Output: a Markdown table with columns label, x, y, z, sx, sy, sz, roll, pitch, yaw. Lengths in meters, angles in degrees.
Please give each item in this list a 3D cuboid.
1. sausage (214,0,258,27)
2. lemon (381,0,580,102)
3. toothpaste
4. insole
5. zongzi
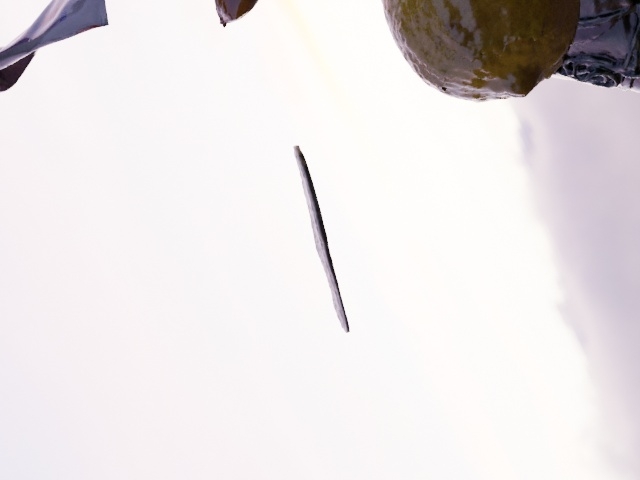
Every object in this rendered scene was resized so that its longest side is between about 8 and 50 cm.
| label | x | y | z | sx | sy | sz | roll | pitch | yaw |
| --- | --- | --- | --- | --- | --- | --- | --- | --- | --- |
| sausage | -0.023 | -0.230 | 1.227 | 0.054 | 0.183 | 0.062 | 40 | -153 | -17 |
| lemon | 0.159 | -0.242 | 1.685 | 0.231 | 0.192 | 0.192 | 61 | -166 | 21 |
| toothpaste | -0.268 | -0.197 | 1.604 | 0.048 | 0.301 | 0.075 | 35 | -119 | -20 |
| insole | 0.000 | 0.000 | 1.889 | 0.081 | 0.011 | 0.248 | -115 | 9 | -58 |
| zongzi | 0.355 | -0.369 | 1.914 | 0.319 | 0.362 | 0.383 | 19 | 149 | 41 |
